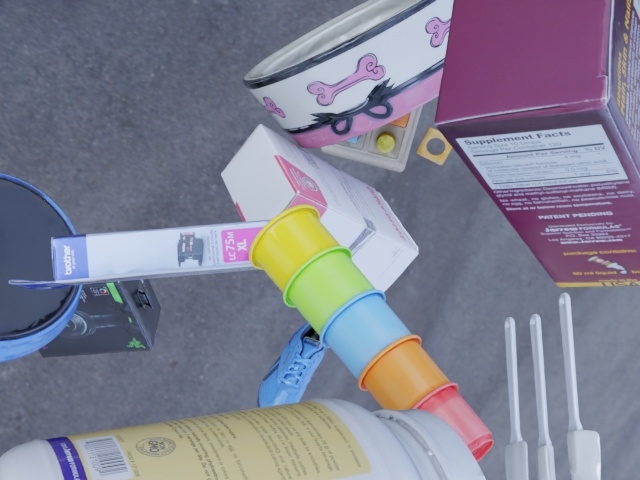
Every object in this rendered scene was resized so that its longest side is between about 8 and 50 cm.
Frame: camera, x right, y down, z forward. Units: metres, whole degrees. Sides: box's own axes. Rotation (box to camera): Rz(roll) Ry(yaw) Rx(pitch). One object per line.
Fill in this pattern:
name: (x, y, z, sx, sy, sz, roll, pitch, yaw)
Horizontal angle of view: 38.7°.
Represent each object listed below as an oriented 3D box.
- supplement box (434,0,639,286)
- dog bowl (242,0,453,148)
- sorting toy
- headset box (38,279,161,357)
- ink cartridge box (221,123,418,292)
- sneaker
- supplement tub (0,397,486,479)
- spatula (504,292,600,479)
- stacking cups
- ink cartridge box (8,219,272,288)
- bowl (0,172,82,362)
supplement box: (0.137, -0.058, 0.473, 0.188, 0.081, 0.104, 41, 54, -48)
dog bowl: (0.082, -0.297, 1.514, 0.408, 0.408, 0.150, -37, 109, -27)
sorting toy: (0.108, -0.242, 1.854, 0.047, 0.348, 0.196, -76, 180, -66)
headset box: (-0.509, 0.131, 2.011, 0.246, 0.283, 0.131, 78, 10, -46)
ink cartridge box: (0.000, -0.044, 1.505, 0.283, 0.207, 0.117, 26, 113, -38)
sneaker: (-0.041, 0.204, 1.480, 0.209, 0.069, 0.082, -59, 180, -45)
supplement tub: (-0.058, 0.246, 0.664, 0.331, 0.241, 0.241, -3, 117, -25)
spatula: (0.260, 0.190, 1.052, 0.019, 0.168, 0.242, 9, 68, -17)
stacking cups: (0.056, 0.096, 0.928, 0.096, 0.316, 0.096, -33, 152, -21)
ink cartridge box: (-0.210, 0.019, 1.127, 0.311, 0.186, 0.065, -7, 87, -7)
bowl: (-0.635, 0.038, 1.730, 0.391, 0.391, 0.077, -14, 163, -42)
